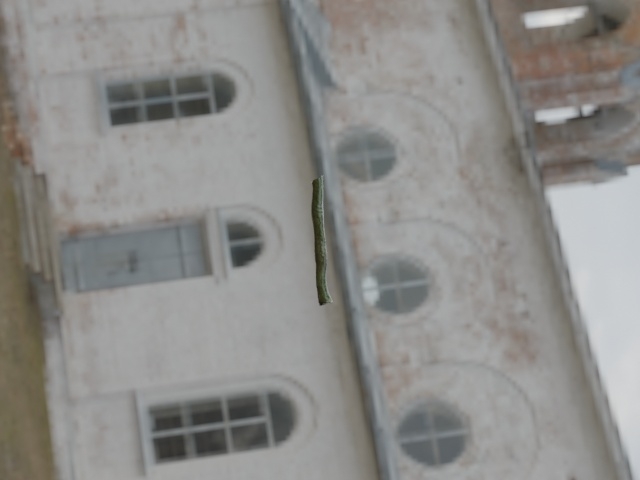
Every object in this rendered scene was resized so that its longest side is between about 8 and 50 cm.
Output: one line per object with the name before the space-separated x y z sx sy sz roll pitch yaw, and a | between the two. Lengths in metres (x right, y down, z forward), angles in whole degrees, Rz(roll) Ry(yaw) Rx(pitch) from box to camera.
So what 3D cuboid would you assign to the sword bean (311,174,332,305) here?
sword bean | 0.000 0.000 0.942 0.012 0.012 0.083 161 -73 -83
